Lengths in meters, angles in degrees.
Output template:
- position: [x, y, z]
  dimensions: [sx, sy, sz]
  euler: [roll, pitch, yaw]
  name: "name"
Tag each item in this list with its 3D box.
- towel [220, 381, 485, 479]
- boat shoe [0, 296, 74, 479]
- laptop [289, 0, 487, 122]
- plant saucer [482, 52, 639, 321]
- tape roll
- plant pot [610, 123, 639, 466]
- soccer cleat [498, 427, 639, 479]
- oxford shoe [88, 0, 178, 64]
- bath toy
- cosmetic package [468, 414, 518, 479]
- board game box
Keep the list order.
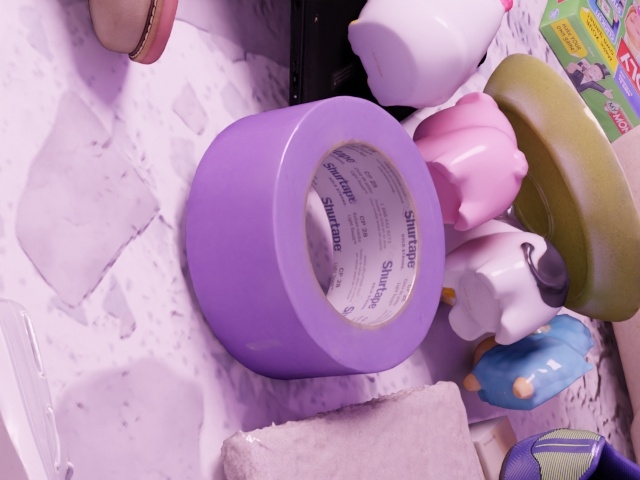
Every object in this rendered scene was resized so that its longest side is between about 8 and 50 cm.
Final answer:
- position: [0.037, 0.203, 1.215]
  dimensions: [0.282, 0.049, 0.187]
  euler: [-5, 77, -56]
  name: "towel"
- position: [-0.165, 0.117, 0.948]
  dimensions: [0.063, 0.066, 0.184]
  euler: [0, 64, -55]
  name: "boat shoe"
- position: [-0.026, -0.306, 1.402]
  dimensions: [0.382, 0.236, 0.407]
  euler: [-37, 134, -56]
  name: "laptop"
- position: [0.188, -0.036, 1.450]
  dimensions: [0.037, 0.241, 0.241]
  euler: [-24, 96, -14]
  name: "plant saucer"
- position: [0.000, 0.000, 1.199]
  dimensions: [0.189, 0.080, 0.189]
  euler: [11, 76, -49]
  name: "tape roll"
- position: [0.390, 0.041, 1.615]
  dimensions: [0.334, 0.334, 0.305]
  euler: [12, 53, -54]
  name: "plant pot"
- position: [0.252, 0.249, 1.343]
  dimensions: [0.289, 0.121, 0.093]
  euler: [45, 48, -23]
  name: "soccer cleat"
- position: [-0.163, -0.283, 1.132]
  dimensions: [0.130, 0.123, 0.348]
  euler: [-6, 84, -22]
  name: "oxford shoe"
- position: [0.123, -0.047, 1.344]
  dimensions: [0.129, 0.151, 0.348]
  euler: [-31, 115, -28]
  name: "bath toy"
- position: [0.139, 0.202, 1.371]
  dimensions: [0.060, 0.041, 0.115]
  euler: [-31, 101, -56]
  name: "cosmetic package"
- position: [0.344, -0.170, 1.861]
  dimensions: [0.317, 0.046, 0.213]
  euler: [53, 36, -27]
  name: "board game box"
